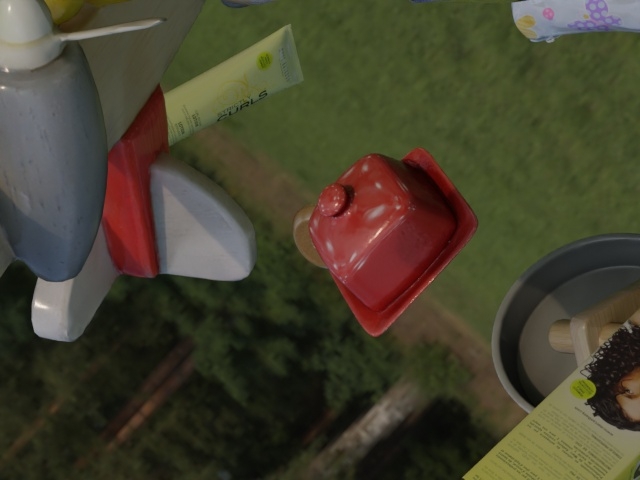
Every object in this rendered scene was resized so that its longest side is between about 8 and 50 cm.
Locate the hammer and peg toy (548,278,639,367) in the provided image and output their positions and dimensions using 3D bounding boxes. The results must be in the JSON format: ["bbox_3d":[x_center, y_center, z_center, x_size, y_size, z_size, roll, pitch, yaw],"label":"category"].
[{"bbox_3d":[0.398,0.205,1.475,0.127,0.266,0.361,2,112,53],"label":"hammer and peg toy"}]

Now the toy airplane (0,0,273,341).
[{"bbox_3d":[-0.115,-0.130,0.776,0.384,0.272,0.386,22,-121,-62],"label":"toy airplane"}]

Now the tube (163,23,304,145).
[{"bbox_3d":[-0.129,-0.187,1.713,0.062,0.240,0.070,60,163,3],"label":"tube"}]

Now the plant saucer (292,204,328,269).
[{"bbox_3d":[0.000,0.000,1.503,0.083,0.015,0.083,20,129,26],"label":"plant saucer"}]

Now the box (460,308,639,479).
[{"bbox_3d":[0.204,0.155,1.028,0.087,0.232,0.058,36,150,28],"label":"box"}]

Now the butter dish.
[{"bbox_3d":[0.046,-0.018,1.315,0.118,0.160,0.160,31,-162,-36],"label":"butter dish"}]

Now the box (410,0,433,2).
[{"bbox_3d":[0.172,-0.336,1.049,0.290,0.177,0.279,-22,-76,-67],"label":"box"}]

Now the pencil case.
[{"bbox_3d":[0.382,-0.319,1.738,0.273,0.124,0.113,4,-173,31],"label":"pencil case"}]

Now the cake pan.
[{"bbox_3d":[0.361,0.122,1.679,0.293,0.293,0.054,42,167,41],"label":"cake pan"}]
